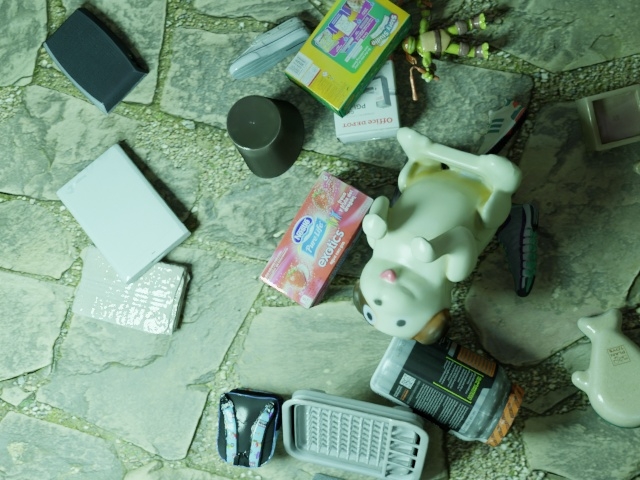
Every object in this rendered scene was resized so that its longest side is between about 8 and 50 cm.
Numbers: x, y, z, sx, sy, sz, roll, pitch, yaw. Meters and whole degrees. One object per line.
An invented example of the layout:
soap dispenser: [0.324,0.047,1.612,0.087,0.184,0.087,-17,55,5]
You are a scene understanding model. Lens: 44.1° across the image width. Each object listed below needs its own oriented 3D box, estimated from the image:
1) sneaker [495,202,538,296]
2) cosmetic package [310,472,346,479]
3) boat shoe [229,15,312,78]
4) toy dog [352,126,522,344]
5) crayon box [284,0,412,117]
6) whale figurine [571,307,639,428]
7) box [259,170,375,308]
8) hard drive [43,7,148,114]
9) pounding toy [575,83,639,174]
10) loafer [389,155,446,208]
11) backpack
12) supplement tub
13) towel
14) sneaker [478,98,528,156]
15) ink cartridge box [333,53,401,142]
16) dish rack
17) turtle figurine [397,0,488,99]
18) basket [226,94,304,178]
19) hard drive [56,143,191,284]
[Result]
sneaker: [0.459,0.022,1.871,0.098,0.083,0.223,2,83,29]
cosmetic package: [0.080,0.775,1.870,0.285,0.097,0.376,12,89,10]
boat shoe: [-0.132,-0.481,1.972,0.226,0.083,0.075,-27,72,-5]
toy dog: [0.220,0.016,1.726,0.285,0.395,0.407,25,80,19]
crayon box: [0.067,-0.449,1.842,0.165,0.081,0.278,38,93,10]
whale figurine: [0.681,0.296,1.806,0.216,0.141,0.271,-19,61,6]
box: [0.000,0.000,1.888,0.142,0.154,0.299,31,93,9]
hard drive: [-0.588,-0.469,2.039,0.172,0.054,0.254,-44,83,4]
pounding toy: [0.712,-0.251,1.833,0.181,0.094,0.205,-14,95,2]
loafer: [0.202,-0.081,1.899,0.095,0.109,0.302,24,85,27]
backpack: [-0.170,0.454,1.908,0.158,0.117,0.173,5,88,8]
supplement tub: [0.290,0.329,1.811,0.316,0.193,0.193,28,92,9]
towel: [-0.480,0.126,2.003,0.283,0.049,0.187,14,88,9]
sneaker: [0.422,-0.270,1.895,0.075,0.057,0.161,43,95,24]
ink cartridge box: [0.108,-0.356,1.918,0.159,0.092,0.217,-7,88,9]
dish rack: [0.081,0.445,1.828,0.333,0.285,0.072,10,49,8]
turtle figurine: [0.289,-0.466,1.899,0.218,0.087,0.269,-5,78,2]
basket: [-0.135,-0.261,1.880,0.154,0.227,0.204,18,90,8]
hard drive: [-0.498,-0.069,1.990,0.203,0.040,0.307,-40,77,-2]
